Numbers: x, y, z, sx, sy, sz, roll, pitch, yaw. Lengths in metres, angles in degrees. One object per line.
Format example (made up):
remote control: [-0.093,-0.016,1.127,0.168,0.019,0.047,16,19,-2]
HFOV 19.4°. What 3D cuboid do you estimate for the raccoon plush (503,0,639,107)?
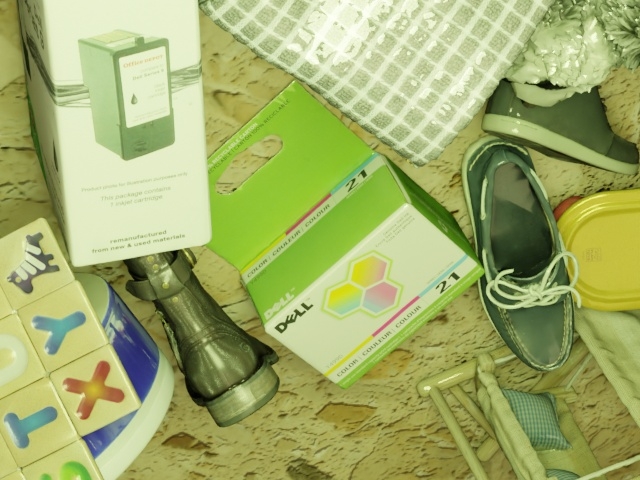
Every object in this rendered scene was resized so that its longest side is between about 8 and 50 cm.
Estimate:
raccoon plush: [0.275,-0.304,1.572,0.299,0.216,0.446,13,108,-6]

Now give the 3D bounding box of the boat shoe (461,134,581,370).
boat shoe: [0.201,0.021,1.820,0.095,0.079,0.254,-13,110,-3]

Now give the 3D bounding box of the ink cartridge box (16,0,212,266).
ink cartridge box: [-0.172,-0.160,1.491,0.121,0.211,0.289,-10,128,-13]

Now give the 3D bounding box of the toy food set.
toy food set: [0.297,0.001,1.894,0.218,0.071,0.128,-3,109,1]

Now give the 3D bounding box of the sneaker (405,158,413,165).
sneaker: [0.061,-0.146,1.698,0.084,0.069,0.185,-45,136,4]

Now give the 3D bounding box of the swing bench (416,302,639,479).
swing bench: [0.276,0.195,1.920,0.255,0.253,0.165,-36,131,7]

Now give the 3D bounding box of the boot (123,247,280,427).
boot: [-0.129,0.044,1.715,0.091,0.263,0.229,-33,100,-6]

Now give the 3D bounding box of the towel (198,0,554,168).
towel: [0.070,-0.231,1.440,0.235,0.121,0.283,33,98,-19]

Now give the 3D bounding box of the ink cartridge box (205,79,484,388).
ink cartridge box: [0.000,0.000,1.760,0.189,0.097,0.255,-41,131,12]

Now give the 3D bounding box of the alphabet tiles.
alphabet tiles: [-0.330,0.133,1.509,0.342,0.011,0.285,-27,91,10]

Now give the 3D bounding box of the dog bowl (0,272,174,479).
dog bowl: [-0.266,0.150,1.647,0.265,0.265,0.104,-31,114,3]

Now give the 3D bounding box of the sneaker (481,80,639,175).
sneaker: [0.247,-0.134,1.769,0.222,0.083,0.118,15,91,-50]
